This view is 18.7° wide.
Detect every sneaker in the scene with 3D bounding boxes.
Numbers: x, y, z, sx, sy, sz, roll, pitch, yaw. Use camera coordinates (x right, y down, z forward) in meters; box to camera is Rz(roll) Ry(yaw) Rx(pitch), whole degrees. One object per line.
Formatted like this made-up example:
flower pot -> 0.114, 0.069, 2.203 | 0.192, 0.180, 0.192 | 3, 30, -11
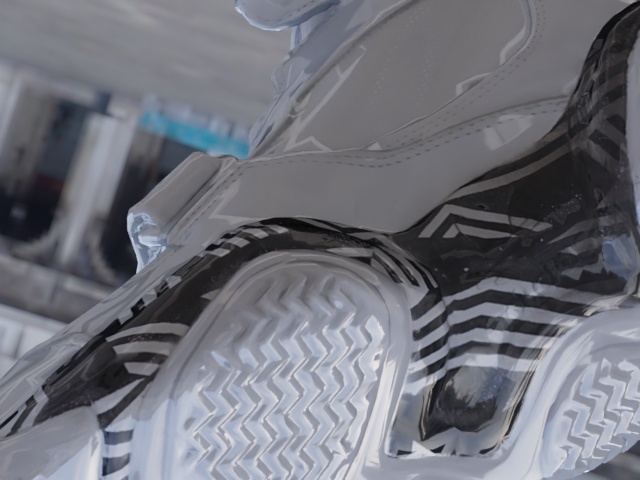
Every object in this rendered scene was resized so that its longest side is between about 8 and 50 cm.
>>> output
sneaker -> 0.000, 0.000, 0.642 | 0.366, 0.137, 0.210 | -29, -142, -20
